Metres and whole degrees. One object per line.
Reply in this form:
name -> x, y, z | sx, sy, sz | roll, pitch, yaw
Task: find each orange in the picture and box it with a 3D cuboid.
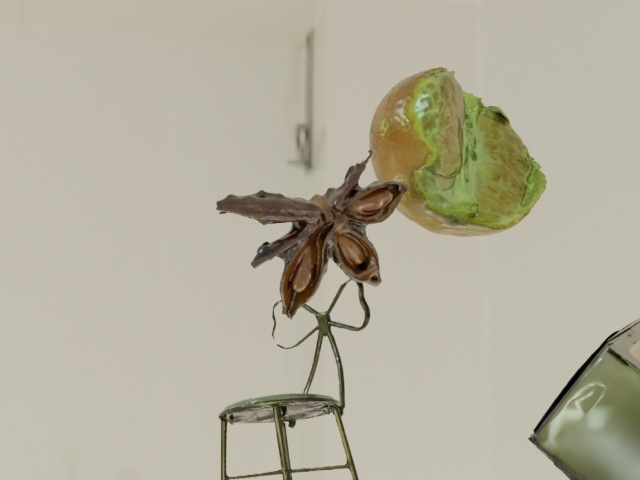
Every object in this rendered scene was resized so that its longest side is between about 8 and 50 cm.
orange -> 0.153, -0.098, 1.843 | 0.158, 0.179, 0.237 | -25, 142, 38

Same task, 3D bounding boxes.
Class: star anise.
star anise -> 0.003, 0.002, 1.374 | 0.212, 0.157, 0.053 | -21, -148, -30

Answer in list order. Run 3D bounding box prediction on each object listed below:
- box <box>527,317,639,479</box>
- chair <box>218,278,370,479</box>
box -> 0.437, 0.248, 1.561 | 0.373, 0.138, 0.420 | 40, -166, 14
chair -> -0.040, 0.205, 1.771 | 0.170, 0.326, 0.160 | 11, 157, -43
